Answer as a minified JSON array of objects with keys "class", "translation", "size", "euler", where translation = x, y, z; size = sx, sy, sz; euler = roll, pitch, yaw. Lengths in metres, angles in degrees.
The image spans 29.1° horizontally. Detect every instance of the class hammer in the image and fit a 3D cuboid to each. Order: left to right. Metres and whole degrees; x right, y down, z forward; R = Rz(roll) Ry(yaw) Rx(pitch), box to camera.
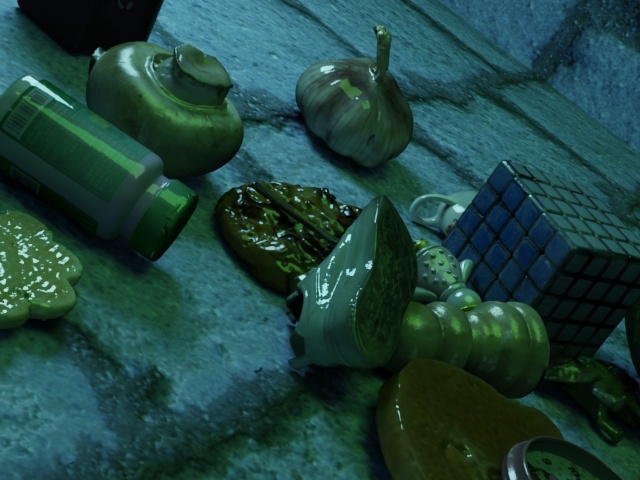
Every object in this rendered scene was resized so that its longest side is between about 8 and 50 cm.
[{"class":"hammer","translation":[-0.029,-0.031,1.775],"size":[0.182,0.017,0.062],"euler":[35,28,16]}]

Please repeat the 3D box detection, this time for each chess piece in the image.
[{"class":"chess piece","translation":[0.188,0.147,1.750],"size":[0.261,0.143,0.143],"euler":[9,34,-34]}]

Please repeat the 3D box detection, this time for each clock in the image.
[{"class":"clock","translation":[0.321,0.336,1.498],"size":[0.244,0.056,0.244],"euler":[28,24,-14]}]

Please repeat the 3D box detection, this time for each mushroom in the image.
[{"class":"mushroom","translation":[-0.231,-0.200,1.818],"size":[0.255,0.184,0.255],"euler":[28,37,-24]}]

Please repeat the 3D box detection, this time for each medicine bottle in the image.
[{"class":"medicine bottle","translation":[-0.295,-0.089,1.588],"size":[0.274,0.133,0.133],"euler":[34,24,3]}]

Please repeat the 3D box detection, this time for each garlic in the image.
[{"class":"garlic","translation":[0.079,-0.279,2.260],"size":[0.245,0.253,0.245],"euler":[19,31,-12]}]

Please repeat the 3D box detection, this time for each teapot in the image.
[{"class":"teapot","translation":[0.274,-0.031,2.222],"size":[0.245,0.116,0.159],"euler":[20,38,-14]}]

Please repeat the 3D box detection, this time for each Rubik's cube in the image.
[{"class":"Rubik's cube","translation":[0.362,0.044,2.013],"size":[0.238,0.237,0.237],"euler":[10,34,-39]}]

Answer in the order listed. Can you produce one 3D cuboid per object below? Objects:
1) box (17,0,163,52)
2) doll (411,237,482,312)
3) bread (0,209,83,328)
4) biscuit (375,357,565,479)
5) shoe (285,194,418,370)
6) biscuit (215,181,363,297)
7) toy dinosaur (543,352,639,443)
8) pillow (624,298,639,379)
[{"class":"box","translation":[-0.362,-0.454,2.013],"size":[0.193,0.294,0.167],"euler":[42,37,19]},{"class":"doll","translation":[0.197,0.076,1.936],"size":[0.129,0.081,0.207],"euler":[-25,57,-20]},{"class":"bread","translation":[-0.371,0.035,1.379],"size":[0.182,0.039,0.251],"euler":[43,26,20]},{"class":"biscuit","translation":[0.228,0.314,1.556],"size":[0.365,0.062,0.385],"euler":[24,28,-24]},{"class":"shoe","translation":[0.029,0.068,1.664],"size":[0.124,0.159,0.316],"euler":[57,27,-24]},{"class":"biscuit","translation":[0.002,0.003,1.845],"size":[0.334,0.081,0.289],"euler":[3,37,-45]},{"class":"toy dinosaur","translation":[0.443,0.240,1.948],"size":[0.294,0.077,0.162],"euler":[26,17,-51]},{"class":"pillow","translation":[0.615,0.237,2.038],"size":[0.283,0.138,0.310],"euler":[51,17,-22]}]
